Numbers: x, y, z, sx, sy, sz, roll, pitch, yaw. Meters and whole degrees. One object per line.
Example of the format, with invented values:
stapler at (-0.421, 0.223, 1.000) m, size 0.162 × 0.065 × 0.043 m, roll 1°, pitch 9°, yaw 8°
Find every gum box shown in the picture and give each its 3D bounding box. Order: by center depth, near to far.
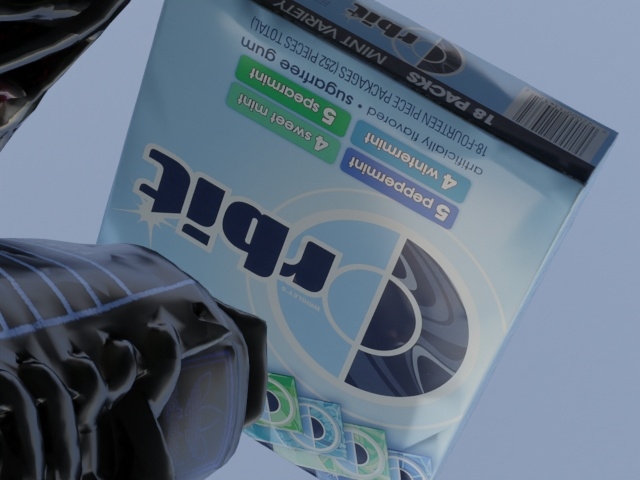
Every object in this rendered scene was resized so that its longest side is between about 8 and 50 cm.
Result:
gum box at (0.000, 0.000, 0.637) m, size 0.157 × 0.184 × 0.041 m, roll 30°, pitch -140°, yaw 10°

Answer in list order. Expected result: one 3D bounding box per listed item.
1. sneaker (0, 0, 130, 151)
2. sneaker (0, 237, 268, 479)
sneaker at (-0.142, -0.090, 0.496) m, size 0.185 × 0.202 × 0.482 m, roll -24°, pitch -50°, yaw -44°
sneaker at (-0.064, 0.034, 0.343) m, size 0.090 × 0.232 × 0.081 m, roll 0°, pitch -84°, yaw 5°
